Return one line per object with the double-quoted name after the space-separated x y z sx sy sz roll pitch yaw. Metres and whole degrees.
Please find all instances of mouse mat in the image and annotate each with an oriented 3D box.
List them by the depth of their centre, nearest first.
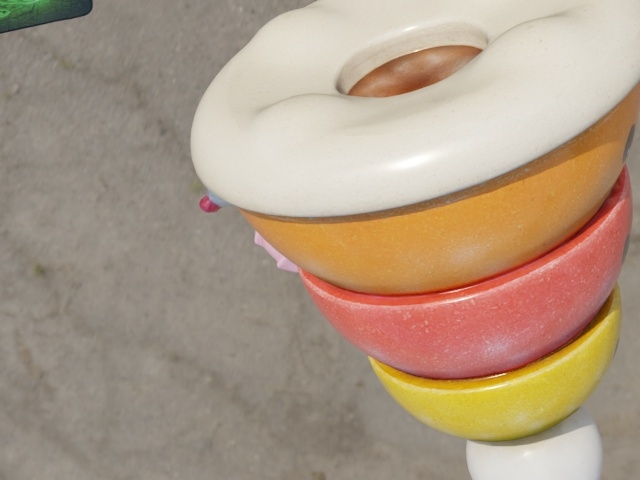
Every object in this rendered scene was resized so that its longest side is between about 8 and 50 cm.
-0.423 -0.367 1.797 0.190 0.007 0.152 -16 140 -16 "mouse mat"

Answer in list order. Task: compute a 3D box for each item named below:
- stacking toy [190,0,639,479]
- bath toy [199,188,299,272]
0.132 0.036 1.013 0.351 0.350 0.480 -15 120 12 "stacking toy"
0.000 0.000 1.295 0.129 0.348 0.151 -44 157 -5 "bath toy"
